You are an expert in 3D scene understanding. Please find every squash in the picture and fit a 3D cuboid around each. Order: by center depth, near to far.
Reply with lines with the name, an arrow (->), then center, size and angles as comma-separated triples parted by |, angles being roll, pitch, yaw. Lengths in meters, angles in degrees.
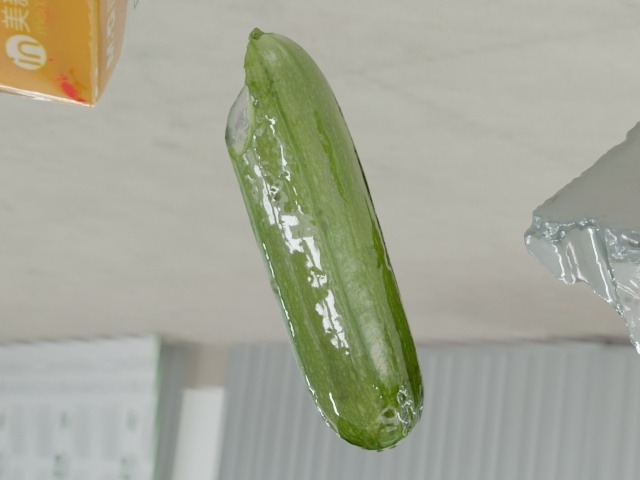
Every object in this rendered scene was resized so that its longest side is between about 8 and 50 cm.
squash -> 0.000, 0.000, 0.943 | 0.069, 0.239, 0.069 | -17, -179, 0

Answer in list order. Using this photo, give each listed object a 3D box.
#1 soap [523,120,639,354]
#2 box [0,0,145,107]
soap -> 0.302, 0.072, 1.119 | 0.258, 0.159, 0.302 | 12, 137, 39
box -> -0.132, -0.241, 0.943 | 0.091, 0.220, 0.274 | 11, 135, 5
